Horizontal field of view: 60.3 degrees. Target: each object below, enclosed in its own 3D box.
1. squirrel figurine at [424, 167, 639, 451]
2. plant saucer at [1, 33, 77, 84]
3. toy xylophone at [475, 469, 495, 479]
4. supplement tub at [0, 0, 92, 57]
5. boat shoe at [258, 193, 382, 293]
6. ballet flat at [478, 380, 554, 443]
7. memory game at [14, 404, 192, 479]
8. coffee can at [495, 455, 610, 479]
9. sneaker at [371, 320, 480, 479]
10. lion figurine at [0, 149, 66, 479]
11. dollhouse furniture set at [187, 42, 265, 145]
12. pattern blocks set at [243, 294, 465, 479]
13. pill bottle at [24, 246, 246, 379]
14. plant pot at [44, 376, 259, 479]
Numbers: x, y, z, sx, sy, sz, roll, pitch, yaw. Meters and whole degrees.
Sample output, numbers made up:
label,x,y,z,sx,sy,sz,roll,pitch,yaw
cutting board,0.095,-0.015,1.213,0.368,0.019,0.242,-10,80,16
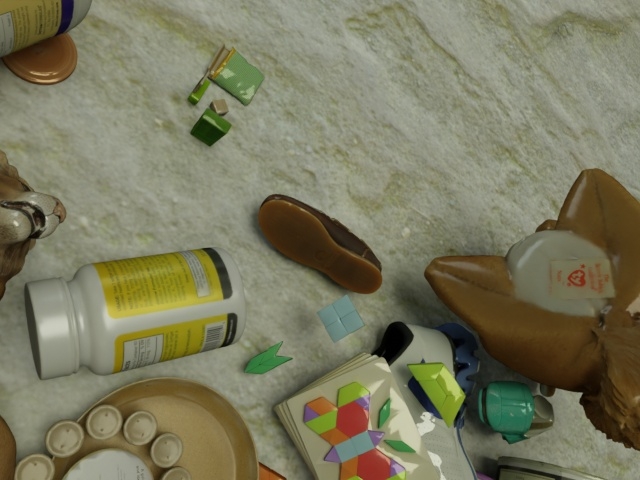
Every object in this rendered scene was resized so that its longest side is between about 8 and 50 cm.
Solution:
label,x,y,z,sx,sy,sz,roll,pitch,yaw
squirrel figurine,0.396,0.158,0.803,0.281,0.397,0.370,-37,143,0
plant saucer,-0.331,-0.225,0.649,0.083,0.013,0.083,8,74,-30
toy xylophone,0.207,0.469,0.688,0.081,0.236,0.322,32,68,-31
supplement tub,-0.404,-0.249,0.475,0.331,0.241,0.241,-40,100,-31
boat shoe,0.000,0.000,0.772,0.207,0.073,0.073,38,25,-23
ballet flat,0.297,0.256,0.809,0.247,0.087,0.083,39,53,-57
memory game,-0.222,0.264,0.567,0.186,0.012,0.186,8,75,-29
coffee can,0.333,0.476,0.780,0.201,0.201,0.275,28,66,-23
sneaker,0.110,0.249,0.755,0.182,0.127,0.315,19,63,-23
lion figurine,-0.312,0.134,0.448,0.142,0.240,0.392,11,112,-10
dollhouse furniture set,-0.124,-0.204,0.742,0.076,0.058,0.151,34,64,-21
pattern blocks set,0.046,0.247,0.671,0.285,0.026,0.325,-40,82,-1
pill bottle,-0.197,0.077,0.599,0.208,0.119,0.119,-8,83,-33
plant pot,-0.182,0.274,0.615,0.236,0.032,0.236,8,74,-29
